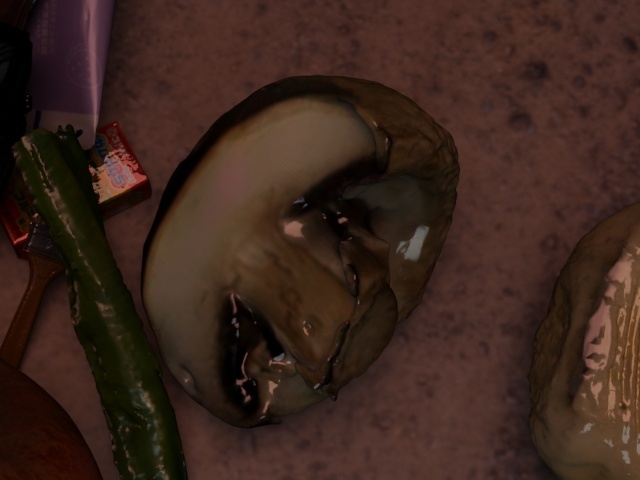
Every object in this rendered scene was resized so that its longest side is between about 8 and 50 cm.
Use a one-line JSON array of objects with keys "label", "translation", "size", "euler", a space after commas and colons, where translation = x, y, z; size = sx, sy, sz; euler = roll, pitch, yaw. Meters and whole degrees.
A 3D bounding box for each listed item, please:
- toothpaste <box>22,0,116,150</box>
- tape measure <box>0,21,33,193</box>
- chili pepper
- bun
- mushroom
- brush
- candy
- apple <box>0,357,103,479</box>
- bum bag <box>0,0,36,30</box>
[{"label": "toothpaste", "translation": [-0.203, -0.260, 1.028], "size": [0.125, 0.080, 0.371], "euler": [7, 84, 29]}, {"label": "tape measure", "translation": [-0.325, -0.092, 0.950], "size": [0.199, 0.112, 0.186], "euler": [15, 72, -8]}, {"label": "chili pepper", "translation": [-0.157, 0.090, 0.931], "size": [0.076, 0.085, 0.359], "euler": [-14, 88, 9]}, {"label": "bun", "translation": [0.256, 0.081, 0.949], "size": [0.244, 0.153, 0.244], "euler": [1, 87, -17]}, {"label": "mushroom", "translation": [-0.007, 0.000, 0.956], "size": [0.189, 0.164, 0.267], "euler": [25, 107, 29]}, {"label": "brush", "translation": [-0.221, 0.035, 0.984], "size": [0.043, 0.014, 0.170], "euler": [21, 90, -16]}, {"label": "candy", "translation": [-0.204, -0.041, 1.019], "size": [0.122, 0.038, 0.062], "euler": [-27, 76, -11]}, {"label": "apple", "translation": [-0.310, 0.199, 0.780], "size": [0.348, 0.348, 0.277], "euler": [32, 100, 7]}, {"label": "bum bag", "translation": [-0.265, -0.242, 1.033], "size": [0.159, 0.026, 0.109], "euler": [47, 117, 34]}]
